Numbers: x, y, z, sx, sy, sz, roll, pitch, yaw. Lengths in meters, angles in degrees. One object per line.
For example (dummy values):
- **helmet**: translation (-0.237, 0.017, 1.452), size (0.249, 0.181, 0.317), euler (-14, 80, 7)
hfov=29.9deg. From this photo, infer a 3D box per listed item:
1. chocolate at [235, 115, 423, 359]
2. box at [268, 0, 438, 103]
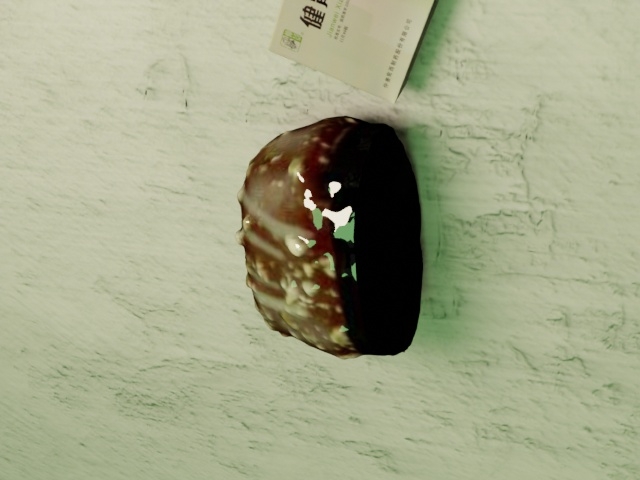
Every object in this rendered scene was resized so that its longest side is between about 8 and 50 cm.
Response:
- **chocolate**: translation (0.000, 0.000, 1.572), size (0.210, 0.225, 0.340), euler (8, 127, 27)
- **box**: translation (0.055, -0.309, 1.423), size (0.175, 0.062, 0.261), euler (23, 130, 5)
